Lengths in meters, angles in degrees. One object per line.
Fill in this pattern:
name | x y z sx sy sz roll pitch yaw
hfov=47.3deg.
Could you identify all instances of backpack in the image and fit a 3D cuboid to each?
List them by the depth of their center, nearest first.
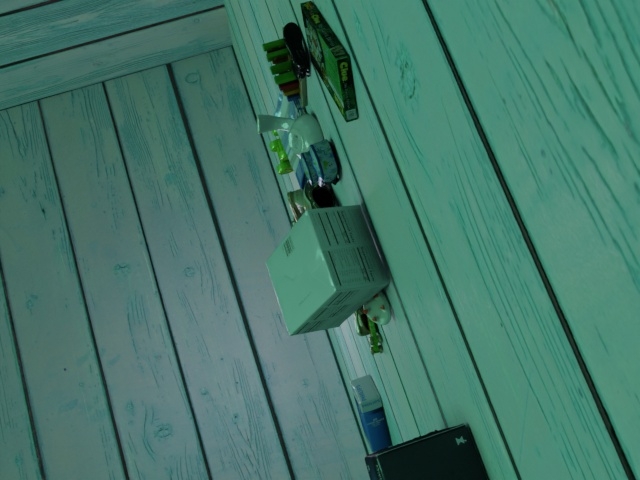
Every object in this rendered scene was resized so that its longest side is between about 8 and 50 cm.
backpack | -0.001 -0.189 1.806 0.114 0.084 0.105 113 137 -77

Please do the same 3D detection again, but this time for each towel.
towel | -0.079 -0.318 2.149 0.209 0.034 0.285 109 146 -51

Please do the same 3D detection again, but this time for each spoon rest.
spoon rest | -0.071 -0.295 2.007 0.276 0.084 0.137 31 128 46

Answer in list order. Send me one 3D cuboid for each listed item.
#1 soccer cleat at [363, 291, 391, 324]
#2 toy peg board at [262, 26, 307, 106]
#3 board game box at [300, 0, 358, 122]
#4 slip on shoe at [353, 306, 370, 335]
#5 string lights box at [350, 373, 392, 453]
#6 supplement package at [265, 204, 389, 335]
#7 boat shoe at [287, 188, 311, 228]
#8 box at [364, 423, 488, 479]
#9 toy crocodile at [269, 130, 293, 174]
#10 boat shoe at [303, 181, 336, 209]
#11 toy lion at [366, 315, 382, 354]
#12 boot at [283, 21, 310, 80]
soccer cleat | 0.121 0.130 1.741 0.076 0.068 0.196 18 -158 -42
toy peg board | -0.098 -0.456 1.965 0.160 0.079 0.161 89 163 -71
board game box | 0.015 -0.353 1.426 0.259 0.030 0.136 -113 10 -47
slip on shoe | 0.117 0.207 2.106 0.041 0.051 0.135 -19 78 45
string lights box | 0.178 0.612 2.540 0.133 0.077 0.259 -118 12 -60
supplement package | 0.008 0.071 1.691 0.262 0.145 0.204 -48 55 51
boat shoe | -0.070 -0.104 2.627 0.285 0.089 0.104 89 178 -60
box | 0.213 0.510 1.345 0.294 0.183 0.296 95 157 -72
toy crocodile | -0.103 -0.311 2.435 0.340 0.105 0.115 114 139 -75
boat shoe | 0.004 -0.119 2.041 0.227 0.081 0.068 -102 25 -51
toy lion | 0.145 0.255 2.024 0.100 0.034 0.096 80 178 -54
boot | -0.058 -0.454 1.772 0.099 0.045 0.121 93 159 -84
